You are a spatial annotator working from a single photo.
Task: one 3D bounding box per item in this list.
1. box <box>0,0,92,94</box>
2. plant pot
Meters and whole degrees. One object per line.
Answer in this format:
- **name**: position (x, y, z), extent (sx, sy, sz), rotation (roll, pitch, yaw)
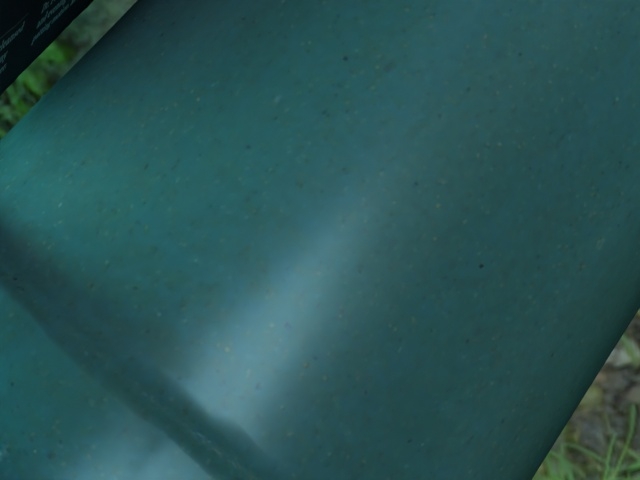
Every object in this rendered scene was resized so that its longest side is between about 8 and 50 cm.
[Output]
- **box**: position (-0.157, -0.217, 0.346), extent (0.179, 0.343, 0.312), rotation (25, 125, -6)
- **plant pot**: position (0.000, 0.000, 0.465), extent (0.341, 0.341, 0.334), rotation (38, 87, -8)
